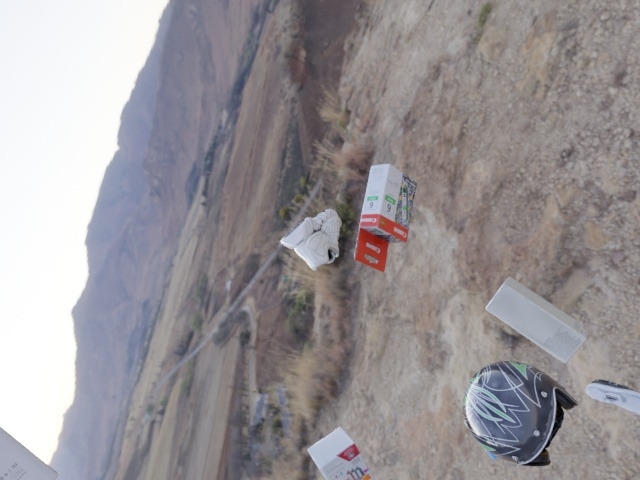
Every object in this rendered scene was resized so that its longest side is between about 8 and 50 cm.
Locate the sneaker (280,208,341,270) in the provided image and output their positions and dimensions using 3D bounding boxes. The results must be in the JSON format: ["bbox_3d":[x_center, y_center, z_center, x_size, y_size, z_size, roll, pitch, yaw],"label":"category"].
[{"bbox_3d":[0.000,0.000,1.345,0.110,0.118,0.292,-42,-3,21],"label":"sneaker"}]

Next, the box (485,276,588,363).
[{"bbox_3d":[0.652,0.236,1.638,0.094,0.275,0.113,-23,-34,-58],"label":"box"}]

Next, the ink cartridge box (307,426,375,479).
[{"bbox_3d":[0.068,0.698,1.664,0.128,0.176,0.127,-31,15,-15],"label":"ink cartridge box"}]

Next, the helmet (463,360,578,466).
[{"bbox_3d":[0.312,0.273,0.869,0.169,0.161,0.169,-29,51,43],"label":"helmet"}]

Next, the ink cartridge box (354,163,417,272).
[{"bbox_3d":[0.077,-0.025,0.635,0.029,0.063,0.115,0,72,43],"label":"ink cartridge box"}]

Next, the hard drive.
[{"bbox_3d":[-0.799,0.523,1.230,0.210,0.318,0.040,-47,21,-24],"label":"hard drive"}]

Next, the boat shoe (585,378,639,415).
[{"bbox_3d":[0.617,0.314,1.103,0.142,0.040,0.049,9,121,51],"label":"boat shoe"}]

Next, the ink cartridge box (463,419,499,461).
[{"bbox_3d":[0.458,0.511,1.455,0.088,0.052,0.122,-38,53,-1],"label":"ink cartridge box"}]
